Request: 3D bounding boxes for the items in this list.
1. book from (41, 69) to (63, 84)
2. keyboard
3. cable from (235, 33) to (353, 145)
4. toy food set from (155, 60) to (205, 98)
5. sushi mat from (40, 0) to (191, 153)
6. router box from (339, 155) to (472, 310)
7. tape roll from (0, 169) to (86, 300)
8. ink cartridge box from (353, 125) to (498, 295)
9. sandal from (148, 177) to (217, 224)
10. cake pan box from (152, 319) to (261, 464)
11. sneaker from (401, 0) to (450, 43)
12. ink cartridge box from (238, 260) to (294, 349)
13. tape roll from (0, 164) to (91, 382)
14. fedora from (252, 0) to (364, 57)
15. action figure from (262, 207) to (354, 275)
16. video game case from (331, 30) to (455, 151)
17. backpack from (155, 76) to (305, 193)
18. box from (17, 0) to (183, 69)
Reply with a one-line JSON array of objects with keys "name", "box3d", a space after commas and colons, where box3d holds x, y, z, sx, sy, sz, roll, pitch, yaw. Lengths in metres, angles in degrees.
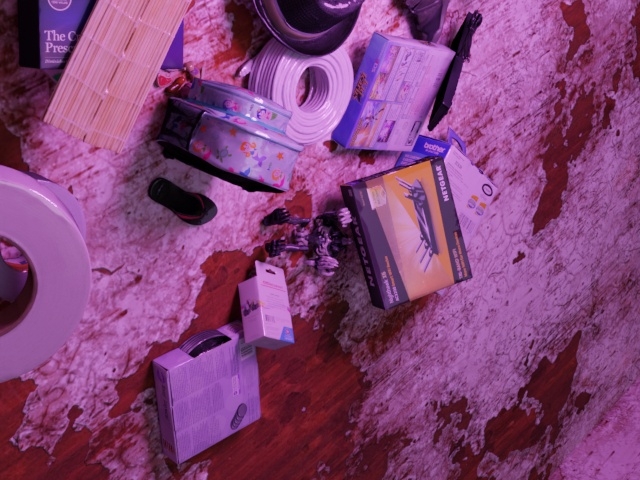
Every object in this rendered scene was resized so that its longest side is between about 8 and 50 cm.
[{"name": "book", "box3d": [-0.414, -0.326, 1.617, 0.144, 0.035, 0.096, -54, 133, -13]}, {"name": "keyboard", "box3d": [0.327, -0.423, 2.191, 0.201, 0.033, 0.317, 117, -7, -58]}, {"name": "cable", "box3d": [-0.039, -0.330, 1.962, 0.257, 0.089, 0.257, -53, 137, -15]}, {"name": "toy food set", "box3d": [-0.270, -0.312, 1.779, 0.122, 0.019, 0.077, -3, 109, -46]}, {"name": "sushi mat", "box3d": [-0.331, -0.309, 1.525, 0.151, 0.019, 0.316, 25, 90, -42]}, {"name": "router box", "box3d": [0.204, -0.021, 2.172, 0.243, 0.081, 0.308, -20, 101, -18]}, {"name": "tape roll", "box3d": [-0.523, -0.009, 1.612, 0.219, 0.072, 0.219, -21, 121, -39]}, {"name": "ink cartridge box", "box3d": [0.291, -0.091, 2.371, 0.270, 0.151, 0.395, 34, 84, -48]}, {"name": "sandal", "box3d": [-0.273, -0.073, 1.869, 0.179, 0.040, 0.067, 27, 87, -49]}, {"name": "cake pan box", "box3d": [-0.249, 0.332, 2.060, 0.246, 0.070, 0.266, -27, 125, -39]}, {"name": "sneaker", "box3d": [0.230, -0.543, 2.162, 0.130, 0.087, 0.227, -3, 139, -13]}, {"name": "ink cartridge box", "box3d": [-0.124, 0.147, 2.072, 0.104, 0.062, 0.181, 21, 52, -49]}, {"name": "tape roll", "box3d": [-0.571, 0.064, 1.497, 0.392, 0.072, 0.391, -11, 119, -21]}, {"name": "fedora", "box3d": [0.015, -0.533, 1.818, 0.334, 0.153, 0.333, 0, 90, -41]}, {"name": "action figure", "box3d": [0.000, 0.000, 2.118, 0.276, 0.141, 0.164, 6, 91, -46]}, {"name": "video game case", "box3d": [0.170, -0.341, 2.155, 0.244, 0.061, 0.269, -3, 124, -47]}, {"name": "backpack", "box3d": [-0.157, -0.192, 1.762, 0.225, 0.254, 0.191, 17, 101, -48]}, {"name": "box", "box3d": [-0.367, -0.382, 1.553, 0.261, 0.103, 0.184, -9, 106, -36]}]
